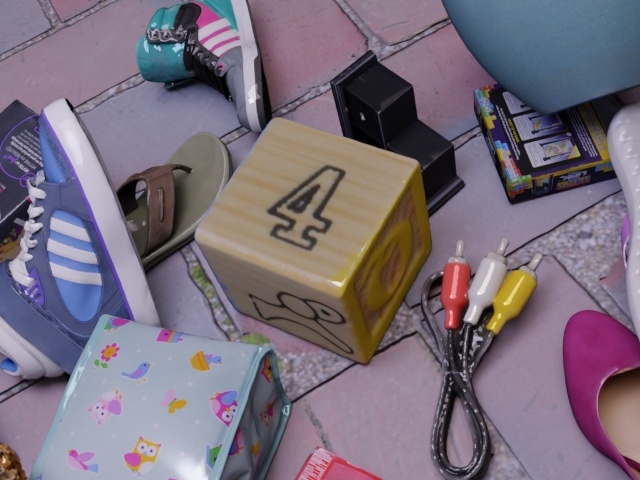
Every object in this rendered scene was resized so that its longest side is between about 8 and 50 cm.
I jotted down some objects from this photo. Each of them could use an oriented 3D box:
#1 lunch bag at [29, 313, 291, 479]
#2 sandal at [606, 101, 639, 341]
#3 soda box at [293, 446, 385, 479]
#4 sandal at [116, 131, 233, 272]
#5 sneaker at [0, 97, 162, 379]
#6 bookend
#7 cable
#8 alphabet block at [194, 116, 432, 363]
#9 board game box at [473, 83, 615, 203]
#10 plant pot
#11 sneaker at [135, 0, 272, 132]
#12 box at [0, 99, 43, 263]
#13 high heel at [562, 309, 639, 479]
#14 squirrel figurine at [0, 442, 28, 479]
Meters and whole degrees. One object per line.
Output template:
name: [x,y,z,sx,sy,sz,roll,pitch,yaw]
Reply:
lunch bag: [-0.177,0.236,0.998,0.223,0.160,0.262,8,54,16]
sandal: [0.408,0.015,1.049,0.169,0.102,0.416,12,52,-5]
soda box: [0.091,0.310,0.928,0.263,0.092,0.083,23,66,24]
sandal: [-0.233,-0.034,1.225,0.120,0.086,0.303,34,71,29]
sneaker: [-0.346,0.017,1.096,0.236,0.323,0.130,-20,22,-9]
bookend: [0.101,-0.135,1.176,0.072,0.156,0.157,-40,59,-14]
cable: [0.156,0.126,1.046,0.139,0.072,0.287,9,60,24]
alphabet block: [0.000,0.000,1.092,0.197,0.192,0.193,21,66,23]
board game box: [0.291,-0.141,1.204,0.141,0.048,0.170,-13,55,2]
plant pot: [0.308,-0.265,1.114,0.290,0.290,0.195,-18,92,1]
sneaker: [-0.174,-0.255,1.331,0.178,0.124,0.295,-13,48,-2]
box: [-0.431,-0.028,1.231,0.165,0.143,0.270,33,70,31]
high heel: [0.349,0.194,0.892,0.127,0.181,0.377,-25,56,-4]
squirrel figurine: [-0.433,0.314,0.941,0.397,0.281,0.370,-8,36,30]
